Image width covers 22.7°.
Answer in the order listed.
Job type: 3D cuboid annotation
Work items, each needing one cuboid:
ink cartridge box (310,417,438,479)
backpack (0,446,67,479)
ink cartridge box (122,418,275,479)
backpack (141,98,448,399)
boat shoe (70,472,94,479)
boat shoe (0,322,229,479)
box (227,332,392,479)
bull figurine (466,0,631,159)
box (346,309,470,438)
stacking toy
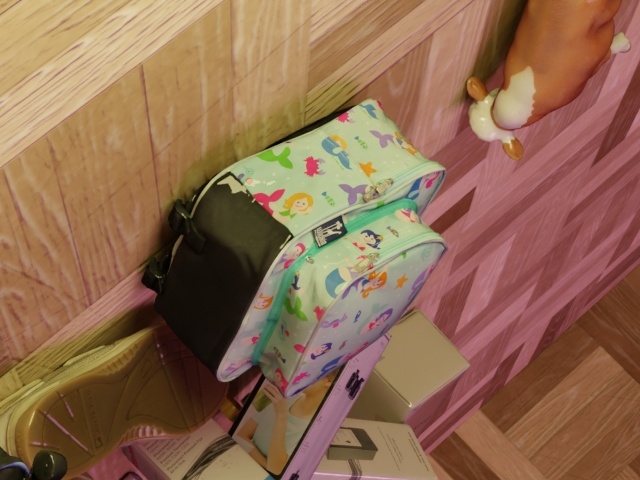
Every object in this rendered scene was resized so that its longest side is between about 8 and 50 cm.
[{"bbox_3d":[-0.007,0.348,2.235,0.273,0.114,0.198,11,128,-39],"label":"ink cartridge box"},{"bbox_3d":[-0.348,0.218,1.039,0.276,0.213,0.263,-11,136,-53],"label":"backpack"},{"bbox_3d":[-0.123,0.262,1.746,0.086,0.203,0.148,-42,165,-16],"label":"ink cartridge box"},{"bbox_3d":[0.000,0.000,1.424,0.253,0.191,0.225,-39,164,-39],"label":"backpack"},{"bbox_3d":[-0.288,0.294,1.617,0.104,0.089,0.285,-47,165,9],"label":"boat shoe"},{"bbox_3d":[-0.198,0.146,1.469,0.098,0.109,0.302,-6,-170,35],"label":"boat shoe"},{"bbox_3d":[-0.029,0.206,1.913,0.290,0.087,0.169,-60,166,-5],"label":"box"},{"bbox_3d":[0.256,-0.215,1.656,0.188,0.101,0.310,-41,167,-27],"label":"bull figurine"},{"bbox_3d":[0.092,0.257,2.443,0.148,0.121,0.311,-32,161,-35],"label":"box"},{"bbox_3d":[-0.144,0.261,1.977,0.167,0.052,0.221,-45,166,2],"label":"stacking toy"}]
